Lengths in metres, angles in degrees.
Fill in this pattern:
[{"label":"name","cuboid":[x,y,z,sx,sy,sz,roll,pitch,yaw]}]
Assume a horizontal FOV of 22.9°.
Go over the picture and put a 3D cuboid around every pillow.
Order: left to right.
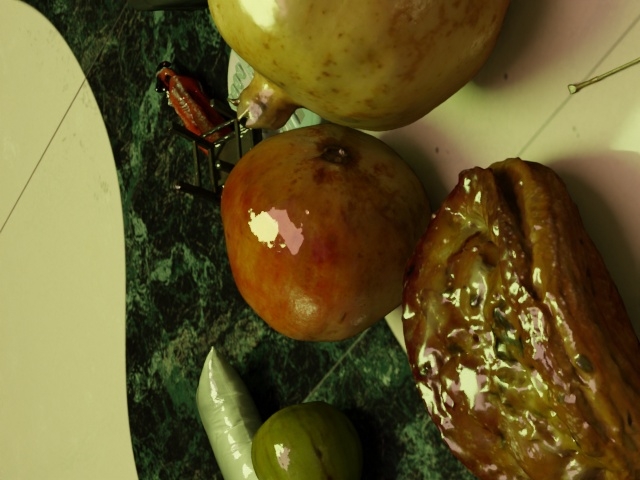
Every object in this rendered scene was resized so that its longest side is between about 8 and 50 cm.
[{"label":"pillow","cuboid":[-0.104,0.269,2.104,0.144,0.078,0.254,94,154,-62]}]

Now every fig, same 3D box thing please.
[{"label":"fig","cuboid":[-0.007,0.292,1.965,0.142,0.148,0.186,-13,88,63]}]

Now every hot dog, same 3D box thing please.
[{"label":"hot dog","cuboid":[0.215,0.098,1.628,0.267,0.174,0.387,-43,63,48]}]

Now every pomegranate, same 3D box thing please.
[{"label":"pomegranate","cuboid":[0.000,0.000,1.849,0.252,0.229,0.270,47,141,27]},{"label":"pomegranate","cuboid":[0.029,-0.254,1.683,0.342,0.342,0.342,10,103,50]}]

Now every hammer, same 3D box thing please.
[{"label":"hammer","cuboid":[0.297,-0.172,1.618,0.123,0.014,0.029,-22,69,53]}]

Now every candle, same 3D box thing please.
[{"label":"candle","cuboid":[-0.155,-0.154,2.139,0.301,0.059,0.084,53,175,36]}]

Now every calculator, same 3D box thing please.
[{"label":"calculator","cuboid":[-0.050,-0.192,1.968,0.184,0.042,0.295,62,155,12]}]

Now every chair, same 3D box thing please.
[{"label":"chair","cuboid":[-0.091,-0.085,1.986,0.084,0.212,0.101,-23,60,30]}]

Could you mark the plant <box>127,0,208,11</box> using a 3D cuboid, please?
[{"label":"plant","cuboid":[-0.185,-0.381,2.090,0.256,0.142,0.164,14,107,46]}]
